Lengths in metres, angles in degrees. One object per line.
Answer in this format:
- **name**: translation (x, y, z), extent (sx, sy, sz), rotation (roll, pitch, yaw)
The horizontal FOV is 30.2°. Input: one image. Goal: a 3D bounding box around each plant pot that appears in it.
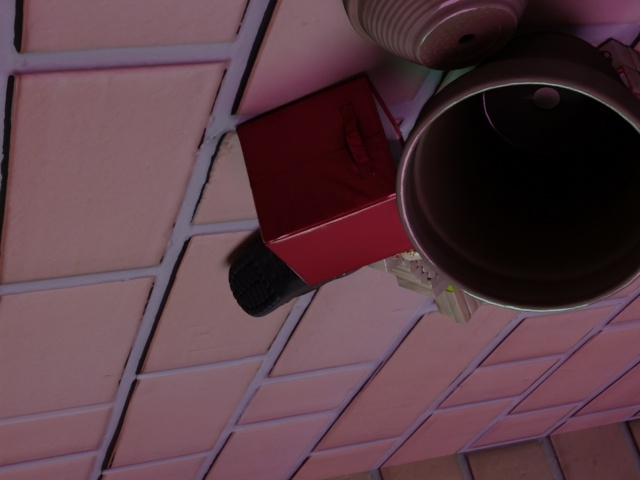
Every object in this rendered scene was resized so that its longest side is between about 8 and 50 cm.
- **plant pot**: translation (0.151, -0.272, 1.351), extent (0.237, 0.109, 0.237), rotation (-14, 154, -7)
- **plant pot**: translation (0.272, -0.121, 1.481), extent (0.323, 0.280, 0.323), rotation (7, 126, 10)

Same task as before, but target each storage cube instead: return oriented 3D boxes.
- **storage cube**: translation (0.021, -0.076, 1.588), extent (0.193, 0.183, 0.215), rotation (-21, 156, 12)

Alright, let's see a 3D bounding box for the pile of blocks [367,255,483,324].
- **pile of blocks**: translation (0.163, 0.016, 1.993), extent (0.112, 0.149, 0.362), rotation (19, 171, 41)

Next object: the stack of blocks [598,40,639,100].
- **stack of blocks**: translation (0.491, -0.164, 1.714), extent (0.297, 0.171, 0.087), rotation (10, 144, -46)

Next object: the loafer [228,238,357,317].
- **loafer**: translation (0.000, 0.000, 1.833), extent (0.366, 0.134, 0.130), rotation (-28, 178, 44)

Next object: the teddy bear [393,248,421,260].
- **teddy bear**: translation (0.240, -0.081, 1.771), extent (0.245, 0.113, 0.338), rotation (-16, 159, -46)
